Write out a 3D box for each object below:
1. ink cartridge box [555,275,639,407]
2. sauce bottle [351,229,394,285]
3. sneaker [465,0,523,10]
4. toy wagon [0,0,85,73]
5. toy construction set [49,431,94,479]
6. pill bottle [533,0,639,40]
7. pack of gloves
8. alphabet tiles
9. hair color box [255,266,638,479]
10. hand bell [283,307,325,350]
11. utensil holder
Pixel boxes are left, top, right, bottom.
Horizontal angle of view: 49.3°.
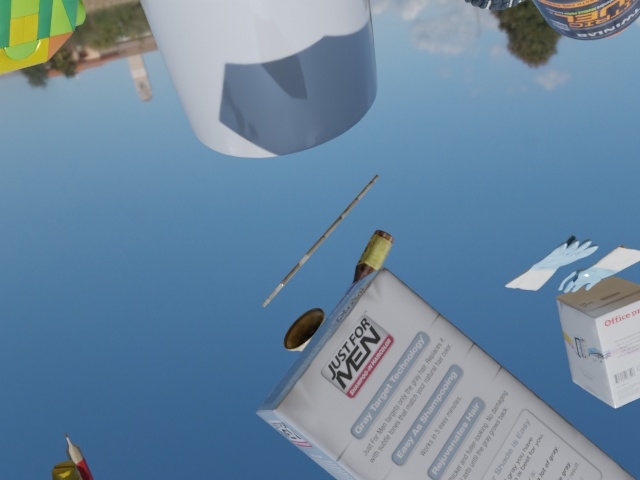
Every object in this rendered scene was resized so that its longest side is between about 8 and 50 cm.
[{"bbox_3d":[0.682,0.228,1.624,0.171,0.233,0.168,-19,-165,-10],"label":"ink cartridge box"},{"bbox_3d":[0.085,0.044,1.227,0.042,0.042,0.128,13,-111,49],"label":"sauce bottle"},{"bbox_3d":[0.278,-0.522,1.303,0.283,0.110,0.122,26,-120,29],"label":"sneaker"},{"bbox_3d":[-0.461,-0.405,1.040,0.068,0.344,0.267,42,-135,14],"label":"toy wagon"},{"bbox_3d":[-0.417,0.375,1.016,0.257,0.237,0.309,-16,-167,-1],"label":"toy construction set"},{"bbox_3d":[0.290,-0.299,0.758,0.130,0.131,0.245,1,177,31],"label":"pill bottle"},{"bbox_3d":[0.524,0.043,1.442,0.195,0.046,0.232,6,153,-17],"label":"pack of gloves"},{"bbox_3d":[0.000,0.000,1.520,0.342,0.011,0.285,-49,180,-26],"label":"alphabet tiles"},{"bbox_3d":[0.138,0.223,0.737,0.185,0.374,0.113,-51,-177,-20],"label":"hair color box"},{"bbox_3d":[0.037,0.285,1.676,0.126,0.242,0.126,-36,-157,18],"label":"hand bell"},{"bbox_3d":[-0.092,-0.354,0.960,0.327,0.386,0.328,-7,-139,7],"label":"utensil holder"}]
